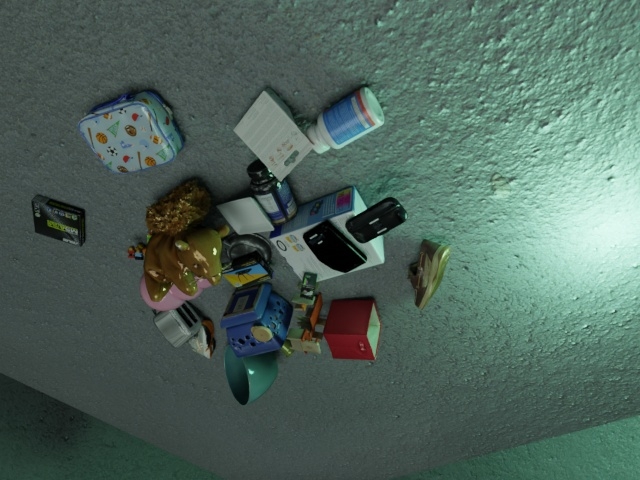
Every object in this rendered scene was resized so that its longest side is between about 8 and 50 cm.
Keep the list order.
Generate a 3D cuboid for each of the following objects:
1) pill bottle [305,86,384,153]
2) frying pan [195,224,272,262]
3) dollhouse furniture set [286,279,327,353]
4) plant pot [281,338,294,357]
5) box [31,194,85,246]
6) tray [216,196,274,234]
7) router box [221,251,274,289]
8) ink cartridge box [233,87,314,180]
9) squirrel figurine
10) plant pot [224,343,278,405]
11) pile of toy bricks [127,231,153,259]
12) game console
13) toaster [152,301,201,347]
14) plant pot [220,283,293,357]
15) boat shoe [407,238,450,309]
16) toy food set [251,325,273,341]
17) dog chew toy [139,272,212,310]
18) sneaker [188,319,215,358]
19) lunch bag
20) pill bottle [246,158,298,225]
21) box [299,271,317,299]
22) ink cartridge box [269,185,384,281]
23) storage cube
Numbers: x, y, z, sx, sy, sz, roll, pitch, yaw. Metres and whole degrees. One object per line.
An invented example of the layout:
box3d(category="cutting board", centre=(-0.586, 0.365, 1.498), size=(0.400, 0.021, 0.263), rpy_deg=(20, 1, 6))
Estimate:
box3d(category="pill bottle", centre=(0.068, -0.352, 1.380), size=(0.221, 0.124, 0.124), rpy_deg=(-25, 124, 26))
box3d(category="frying pan", centre=(-0.331, 0.009, 1.814), size=(0.197, 0.053, 0.326), rpy_deg=(-28, 125, 29))
box3d(category="dollhouse furniture set", centre=(-0.033, 0.338, 1.917), size=(0.135, 0.259, 0.262), rpy_deg=(5, 135, 17))
box3d(category="plant pot", centre=(-0.167, 0.505, 2.212), size=(0.079, 0.083, 0.083), rpy_deg=(41, 126, -11))
box3d(category="box", centre=(-1.049, -0.075, 1.846), size=(0.190, 0.045, 0.184), rpy_deg=(19, 129, -8))
box3d(category="tray", centre=(-0.267, -0.090, 1.647), size=(0.270, 0.030, 0.145), rpy_deg=(-4, 126, 53))
box3d(category="router box", centre=(-0.296, 0.124, 1.851), size=(0.179, 0.046, 0.133), rpy_deg=(-19, 130, 24))
box3d(category="ink cartridge box", centre=(-0.141, -0.327, 1.434), size=(0.225, 0.056, 0.181), rpy_deg=(46, 124, -5))
box3d(category="squirrel figurine", centre=(-0.474, -0.005, 1.608), size=(0.370, 0.281, 0.397), rpy_deg=(-20, 87, 59))
box3d(category="plant pot", centre=(-0.322, 0.626, 2.237), size=(0.195, 0.290, 0.290), rpy_deg=(-9, 142, -34))
box3d(category="pile of toy bricks", centre=(-0.672, 0.019, 1.847), size=(0.212, 0.118, 0.105), rpy_deg=(4, 100, 17))
box3d(category="game console", centre=(0.128, -0.018, 1.525), size=(0.361, 0.044, 0.213), rpy_deg=(-30, 123, 30))
box3d(category="toaster", centre=(-0.657, 0.370, 2.112), size=(0.146, 0.129, 0.227), rpy_deg=(-34, 94, 27))
box3d(category="plant pot", centre=(-0.282, 0.332, 1.971), size=(0.236, 0.236, 0.212), rpy_deg=(-16, 121, 22))
box3d(category="boat shoe", centre=(0.401, 0.131, 1.781), size=(0.123, 0.123, 0.342), rpy_deg=(29, 143, 23))
box3d(category="toy food set", centre=(-0.234, 0.374, 1.845), size=(0.083, 0.020, 0.083), rpy_deg=(-14, 116, 17))
box3d(category="dog chew toy", centre=(-0.571, 0.163, 1.892), size=(0.331, 0.207, 0.207), rpy_deg=(-21, 126, 14))
box3d(category="sneaker", centre=(-0.587, 0.478, 2.236), size=(0.121, 0.099, 0.262), rpy_deg=(12, 131, 4))
box3d(category="lunch bag", centre=(-0.608, -0.351, 1.492), size=(0.303, 0.115, 0.243), rpy_deg=(-11, 127, 18))
box3d(category="pill bottle", centre=(-0.167, -0.168, 1.578), size=(0.122, 0.123, 0.219), rpy_deg=(-10, 128, 17))
box3d(category="box", centre=(-0.044, 0.170, 1.704), size=(0.052, 0.062, 0.083), rpy_deg=(11, 134, 0))
box3d(category="ink cartridge box", centre=(0.000, 0.000, 1.683), size=(0.395, 0.151, 0.270), rpy_deg=(-19, 127, 21))
box3d(category="storage cube", centre=(0.141, 0.380, 1.964), size=(0.193, 0.215, 0.184), rpy_deg=(-3, 132, 20))
